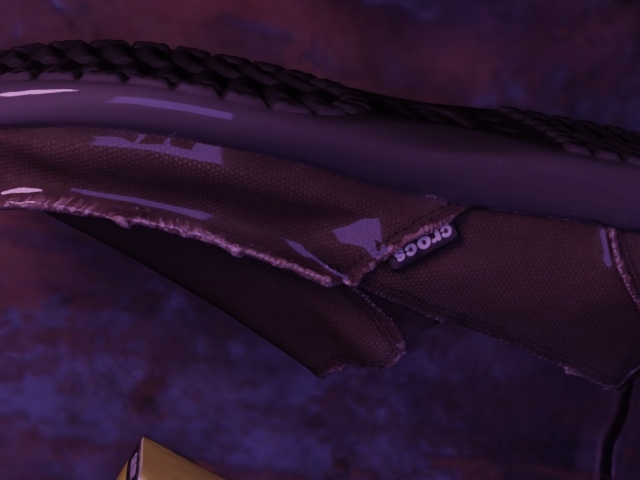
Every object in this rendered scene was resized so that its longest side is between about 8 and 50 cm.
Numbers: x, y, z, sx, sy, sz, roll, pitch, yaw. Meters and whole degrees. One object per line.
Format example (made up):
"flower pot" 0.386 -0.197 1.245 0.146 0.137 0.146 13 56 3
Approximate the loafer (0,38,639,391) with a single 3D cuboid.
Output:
"loafer" 0.000 0.000 0.704 0.365 0.134 0.130 10 102 -7

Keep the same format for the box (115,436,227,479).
"box" -0.106 0.215 0.786 0.087 0.058 0.232 29 99 -11
